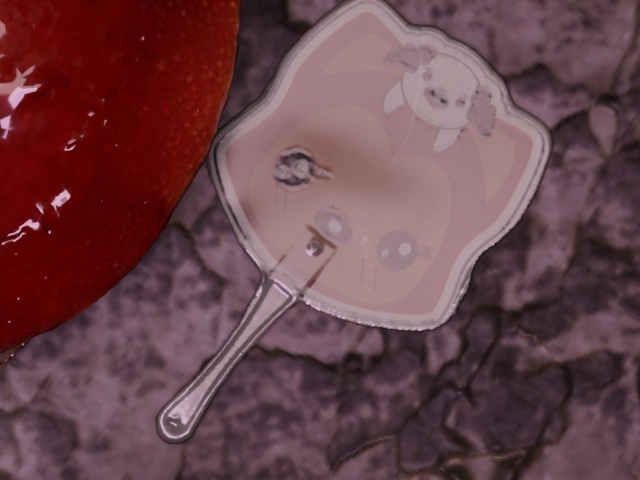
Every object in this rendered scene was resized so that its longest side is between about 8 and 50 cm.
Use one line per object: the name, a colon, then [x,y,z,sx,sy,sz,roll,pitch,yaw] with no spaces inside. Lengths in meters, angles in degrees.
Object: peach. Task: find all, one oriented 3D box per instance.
peach: [-0.131,-0.064,0.720,0.189,0.068,0.279,42,89,-9]

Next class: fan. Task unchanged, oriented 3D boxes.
fan: [0.000,0.000,0.793,0.132,0.009,0.220,39,83,4]

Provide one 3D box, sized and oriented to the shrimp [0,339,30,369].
shrimp: [-0.167,-0.090,0.781,0.185,0.068,0.287,-26,94,-1]
